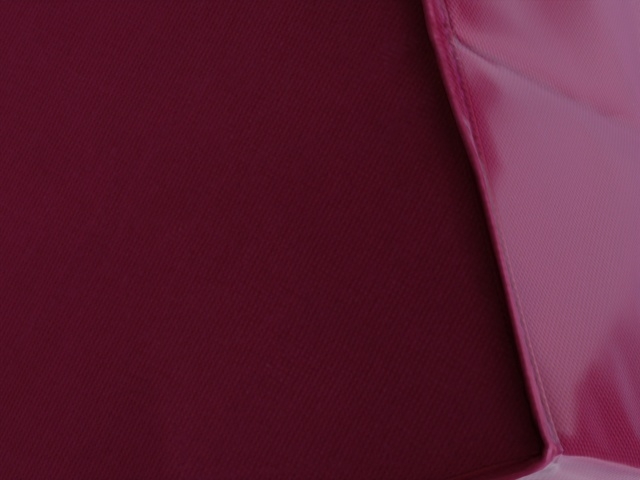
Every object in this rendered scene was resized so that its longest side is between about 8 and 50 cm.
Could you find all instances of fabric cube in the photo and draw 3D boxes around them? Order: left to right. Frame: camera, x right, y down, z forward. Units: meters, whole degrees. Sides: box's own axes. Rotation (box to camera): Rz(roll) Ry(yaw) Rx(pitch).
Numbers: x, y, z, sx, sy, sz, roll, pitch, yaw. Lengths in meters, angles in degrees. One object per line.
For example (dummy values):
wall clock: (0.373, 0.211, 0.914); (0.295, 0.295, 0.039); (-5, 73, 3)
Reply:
fabric cube: (0.000, 0.000, 0.666); (0.258, 0.254, 0.259); (16, 58, -55)
